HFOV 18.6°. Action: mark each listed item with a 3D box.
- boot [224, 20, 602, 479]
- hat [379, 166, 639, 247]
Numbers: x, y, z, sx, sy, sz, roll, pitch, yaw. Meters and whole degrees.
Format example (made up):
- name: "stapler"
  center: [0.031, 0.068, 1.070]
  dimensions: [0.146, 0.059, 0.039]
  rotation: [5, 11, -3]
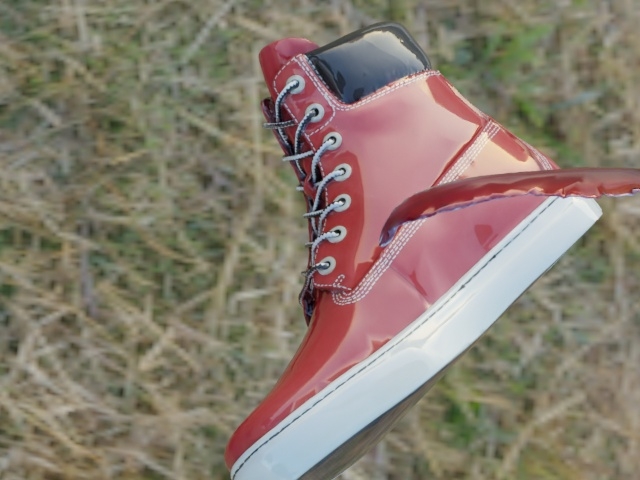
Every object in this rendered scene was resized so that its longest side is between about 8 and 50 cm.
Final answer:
- name: "boot"
  center: [0.000, 0.000, 0.927]
  dimensions: [0.176, 0.088, 0.244]
  rotation: [44, 56, 5]
- name: "hat"
  center: [0.151, -0.056, 0.747]
  dimensions: [0.208, 0.183, 0.173]
  rotation: [34, 58, -62]
